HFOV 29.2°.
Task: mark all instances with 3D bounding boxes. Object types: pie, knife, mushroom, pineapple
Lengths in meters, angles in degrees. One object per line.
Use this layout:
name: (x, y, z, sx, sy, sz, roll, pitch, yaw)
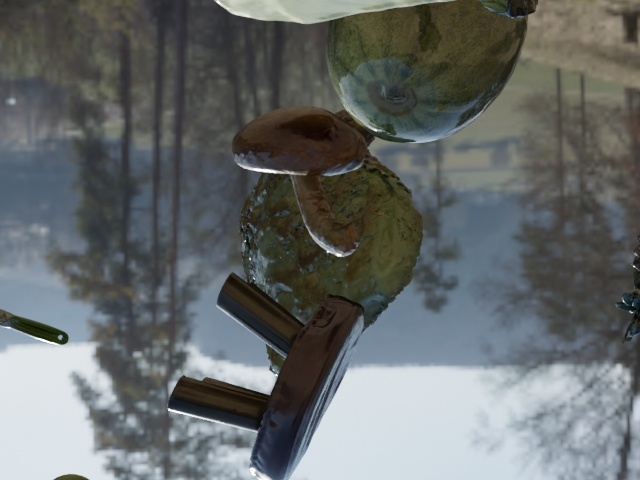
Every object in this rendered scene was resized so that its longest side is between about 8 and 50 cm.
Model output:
pie: (-0.001, 0.024, 1.922, 0.180, 0.395, 0.418, 16, -146, -25)
knife: (-0.380, 0.102, 1.525, 0.026, 0.022, 0.184, 21, 175, 39)
mushroom: (-0.001, -0.049, 0.833, 0.088, 0.073, 0.129, 4, -140, -49)
pineapple: (0.404, 0.035, 1.434, 0.103, 0.083, 0.221, -45, -174, 38)

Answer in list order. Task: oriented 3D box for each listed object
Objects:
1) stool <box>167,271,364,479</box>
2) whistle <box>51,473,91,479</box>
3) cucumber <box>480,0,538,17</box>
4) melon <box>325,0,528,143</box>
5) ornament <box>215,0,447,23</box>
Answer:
stool: (-0.069, 0.176, 1.643, 0.178, 0.272, 0.272, 25, -177, 8)
whistle: (-0.416, 0.447, 1.892, 0.198, 0.104, 0.057, -50, -168, -28)
cucumber: (0.171, -0.317, 1.218, 0.085, 0.193, 0.115, -14, -169, -29)
melon: (0.129, -0.255, 1.512, 0.248, 0.249, 0.329, -2, -143, 20)
ornament: (0.026, -0.174, 0.770, 0.180, 0.059, 0.201, 6, 178, -15)
